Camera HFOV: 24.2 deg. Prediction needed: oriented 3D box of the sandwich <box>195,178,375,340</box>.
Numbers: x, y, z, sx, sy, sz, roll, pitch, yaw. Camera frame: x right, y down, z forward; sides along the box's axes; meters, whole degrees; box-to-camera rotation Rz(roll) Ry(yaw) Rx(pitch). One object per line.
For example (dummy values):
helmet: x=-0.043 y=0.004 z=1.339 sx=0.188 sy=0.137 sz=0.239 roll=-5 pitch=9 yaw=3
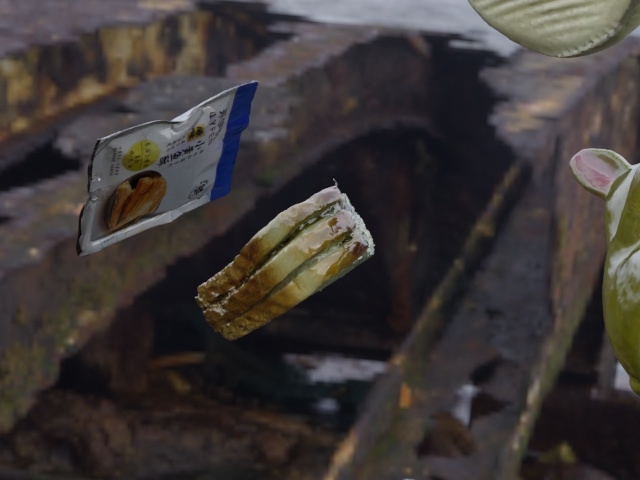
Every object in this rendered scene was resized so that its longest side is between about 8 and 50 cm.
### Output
sandwich: x=0.003 y=0.004 z=1.872 sx=0.288 sy=0.099 sz=0.254 roll=-32 pitch=-5 yaw=-41

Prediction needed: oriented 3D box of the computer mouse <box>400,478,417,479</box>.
computer mouse: x=0.199 y=0.390 z=1.943 sx=0.264 sy=0.088 sz=0.147 roll=20 pitch=8 yaw=-21

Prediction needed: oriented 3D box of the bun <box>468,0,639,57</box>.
bun: x=0.267 y=-0.337 z=1.586 sx=0.287 sy=0.287 sz=0.146 roll=16 pitch=34 yaw=37

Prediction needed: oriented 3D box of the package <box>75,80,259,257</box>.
package: x=-0.140 y=-0.065 z=1.349 sx=0.173 sy=0.171 sz=0.027 roll=-23 pitch=62 yaw=-27

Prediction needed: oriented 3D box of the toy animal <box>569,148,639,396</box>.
toy animal: x=0.360 y=-0.016 z=1.498 sx=0.181 sy=0.180 sz=0.363 roll=21 pitch=45 yaw=-18
